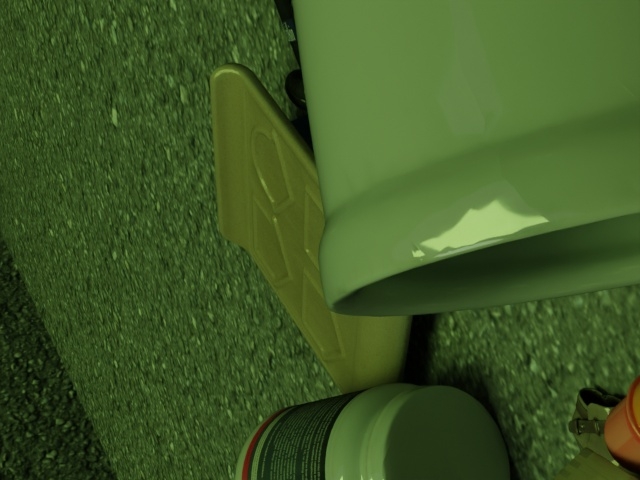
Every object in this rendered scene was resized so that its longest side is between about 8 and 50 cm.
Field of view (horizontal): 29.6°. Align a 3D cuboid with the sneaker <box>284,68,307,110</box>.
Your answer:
[{"bbox_3d":[0.021,-0.162,1.274,0.170,0.051,0.089,44,145,37],"label":"sneaker"}]

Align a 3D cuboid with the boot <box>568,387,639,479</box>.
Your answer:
[{"bbox_3d":[0.255,0.179,1.036,0.118,0.042,0.086,24,127,58],"label":"boot"}]

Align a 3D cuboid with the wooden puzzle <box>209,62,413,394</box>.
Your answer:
[{"bbox_3d":[0.000,0.000,1.383,0.348,0.081,0.322,50,156,30],"label":"wooden puzzle"}]

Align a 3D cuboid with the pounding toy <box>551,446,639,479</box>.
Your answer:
[{"bbox_3d":[0.262,0.243,0.942,0.141,0.100,0.130,29,156,55],"label":"pounding toy"}]

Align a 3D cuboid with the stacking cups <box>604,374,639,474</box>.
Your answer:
[{"bbox_3d":[0.288,0.093,0.844,0.096,0.096,0.316,60,155,23],"label":"stacking cups"}]

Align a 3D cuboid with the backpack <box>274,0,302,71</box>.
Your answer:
[{"bbox_3d":[0.051,-0.270,0.911,0.355,0.273,0.290,58,171,-7],"label":"backpack"}]

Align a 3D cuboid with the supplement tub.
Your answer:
[{"bbox_3d":[0.050,0.257,1.301,0.272,0.191,0.191,-22,87,52],"label":"supplement tub"}]

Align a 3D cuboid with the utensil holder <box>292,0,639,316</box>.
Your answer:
[{"bbox_3d":[0.135,-0.178,0.617,0.327,0.328,0.385,148,115,-66],"label":"utensil holder"}]
